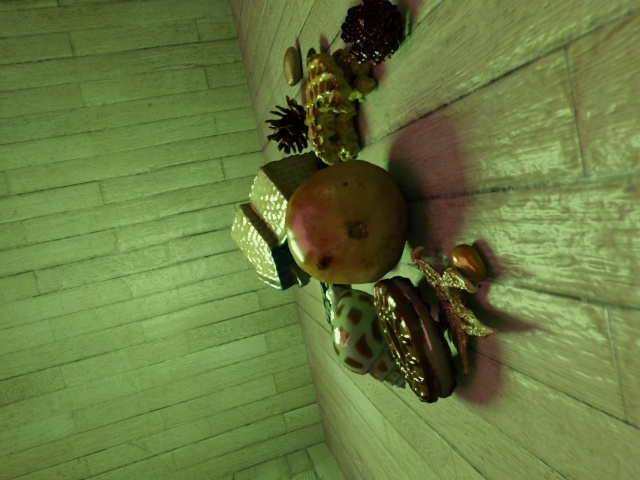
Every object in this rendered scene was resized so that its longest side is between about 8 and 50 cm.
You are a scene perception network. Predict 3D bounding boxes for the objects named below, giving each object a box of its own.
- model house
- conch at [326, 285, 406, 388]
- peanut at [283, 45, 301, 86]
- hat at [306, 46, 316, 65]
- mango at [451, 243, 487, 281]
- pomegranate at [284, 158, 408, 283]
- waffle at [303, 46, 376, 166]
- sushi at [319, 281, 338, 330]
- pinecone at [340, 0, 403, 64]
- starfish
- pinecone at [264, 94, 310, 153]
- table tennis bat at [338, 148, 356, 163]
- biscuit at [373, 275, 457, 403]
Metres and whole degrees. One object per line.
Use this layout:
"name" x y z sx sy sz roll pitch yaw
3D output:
"model house" -0.070 -0.051 1.685 0.400 0.394 0.446 54 141 20
"conch" 0.147 0.309 1.386 0.249 0.197 0.369 -13 -95 -67
"peanut" -0.114 -0.706 1.729 0.076 0.076 0.152 -125 31 -58
"hat" -0.007 -0.595 1.441 0.121 0.050 0.121 162 90 -75
"mango" 0.294 0.045 0.835 0.089 0.046 0.060 -122 23 -43
"pomegranate" 0.072 -0.038 1.112 0.342 0.341 0.343 167 90 -77
"waffle" 0.041 -0.392 1.238 0.324 0.150 0.261 105 148 -56
"sushi" 0.069 0.287 1.949 0.343 0.064 0.360 -126 25 -67
"pinecone" 0.117 -0.451 0.926 0.120 0.140 0.141 32 -145 -61
"starfish" 0.292 0.155 0.915 0.299 0.060 0.303 -124 14 -53
"pinecone" -0.125 -0.462 1.756 0.229 0.201 0.203 56 -166 -33
"table tennis bat" 0.079 -0.284 1.455 0.220 0.019 0.131 -156 56 -75
"biscuit" 0.229 0.243 1.069 0.332 0.103 0.333 160 90 -86
